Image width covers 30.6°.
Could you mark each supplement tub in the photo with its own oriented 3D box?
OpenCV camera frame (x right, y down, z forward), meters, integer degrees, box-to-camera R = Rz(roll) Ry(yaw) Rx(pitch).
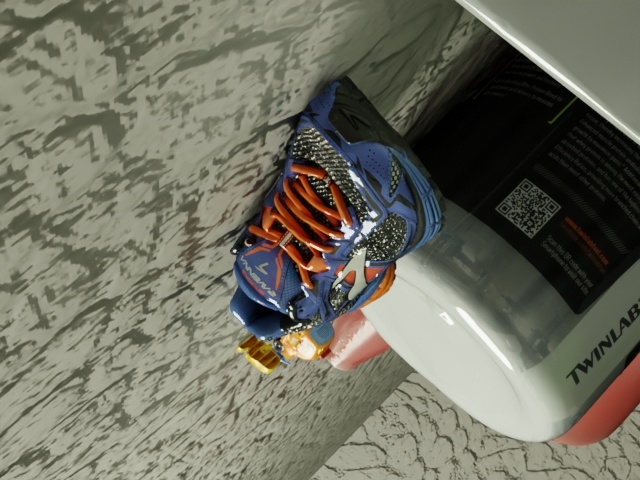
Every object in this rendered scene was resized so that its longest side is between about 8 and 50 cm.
[{"bbox_3d":[0.189,-0.044,0.816,0.338,0.207,0.207,-44,169,-15],"label":"supplement tub"}]

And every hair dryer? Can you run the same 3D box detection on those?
[{"bbox_3d":[0.111,0.001,1.012,0.293,0.080,0.223,-46,170,-6],"label":"hair dryer"}]

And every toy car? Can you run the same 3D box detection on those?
[{"bbox_3d":[-0.027,0.086,0.885,0.060,0.040,0.122,-54,168,32],"label":"toy car"}]

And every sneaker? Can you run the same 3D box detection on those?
[{"bbox_3d":[0.000,0.000,0.593,0.087,0.083,0.221,-35,162,-20],"label":"sneaker"}]

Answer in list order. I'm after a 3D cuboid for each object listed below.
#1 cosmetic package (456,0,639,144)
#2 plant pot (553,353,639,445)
[{"bbox_3d":[0.143,-0.121,0.438,0.151,0.151,0.184,-51,179,18],"label":"cosmetic package"},{"bbox_3d":[0.262,0.020,1.116,0.243,0.275,0.275,-49,170,31],"label":"plant pot"}]
